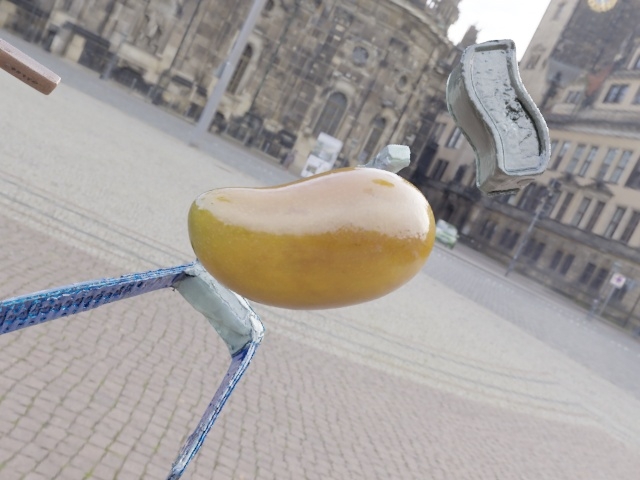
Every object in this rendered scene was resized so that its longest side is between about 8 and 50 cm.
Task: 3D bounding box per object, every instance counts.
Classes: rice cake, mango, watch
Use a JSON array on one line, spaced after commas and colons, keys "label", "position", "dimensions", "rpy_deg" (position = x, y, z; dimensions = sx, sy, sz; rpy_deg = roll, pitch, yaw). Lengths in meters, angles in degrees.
[{"label": "rice cake", "position": [0.078, -0.100, 0.947], "dimensions": [0.042, 0.030, 0.180], "rpy_deg": [4, -9, -14]}, {"label": "mango", "position": [0.000, 0.000, 0.458], "dimensions": [0.184, 0.102, 0.085], "rpy_deg": [-5, 23, -32]}, {"label": "watch", "position": [-0.211, 0.110, 0.808], "dimensions": [0.276, 0.068, 0.274], "rpy_deg": [46, 38, -10]}]

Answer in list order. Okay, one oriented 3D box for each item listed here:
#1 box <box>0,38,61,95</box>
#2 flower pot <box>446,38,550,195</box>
[{"label": "box", "position": [-0.498, -0.289, 1.115], "dimensions": [0.115, 0.025, 0.048], "rpy_deg": [33, -35, -33]}, {"label": "flower pot", "position": [0.275, -0.190, 1.041], "dimensions": [0.103, 0.229, 0.108], "rpy_deg": [-17, -8, -5]}]
